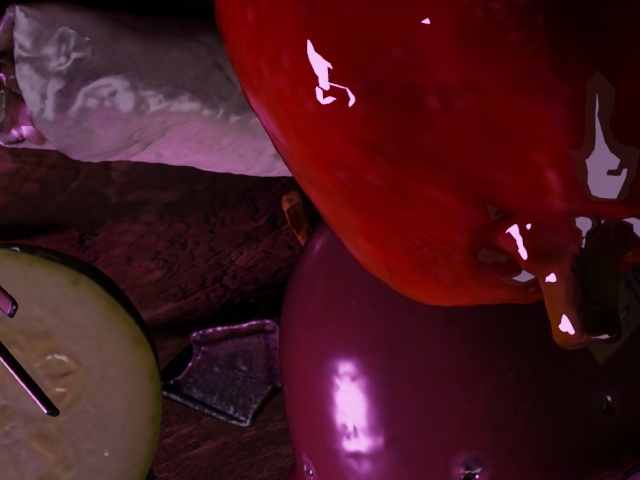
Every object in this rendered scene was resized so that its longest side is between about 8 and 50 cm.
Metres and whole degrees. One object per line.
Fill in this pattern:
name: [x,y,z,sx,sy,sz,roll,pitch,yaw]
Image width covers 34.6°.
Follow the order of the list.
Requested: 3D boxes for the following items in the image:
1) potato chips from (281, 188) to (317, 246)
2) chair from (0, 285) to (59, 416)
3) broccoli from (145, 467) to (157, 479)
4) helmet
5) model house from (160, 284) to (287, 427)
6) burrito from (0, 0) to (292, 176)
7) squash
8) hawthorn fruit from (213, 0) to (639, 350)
potato chips: [0.000,0.000,0.909,0.037,0.026,0.204,-30,154,6]
chair: [-0.230,0.010,0.554,0.104,0.221,0.095,-6,126,-49]
broccoli: [-0.339,0.248,0.883,0.293,0.281,0.348,-11,-160,28]
helmet: [0.096,0.052,0.801,0.337,0.230,0.385,-8,-161,42]
model house: [-0.058,0.088,0.979,0.152,0.106,0.165,-53,178,31]
burrito: [-0.027,-0.085,0.654,0.392,0.076,0.117,1,154,-37]
squash: [-0.235,0.122,0.739,0.252,0.252,0.049,-7,-173,-29]
hawthorn fruit: [0.079,-0.098,0.430,0.265,0.307,0.265,0,156,0]
